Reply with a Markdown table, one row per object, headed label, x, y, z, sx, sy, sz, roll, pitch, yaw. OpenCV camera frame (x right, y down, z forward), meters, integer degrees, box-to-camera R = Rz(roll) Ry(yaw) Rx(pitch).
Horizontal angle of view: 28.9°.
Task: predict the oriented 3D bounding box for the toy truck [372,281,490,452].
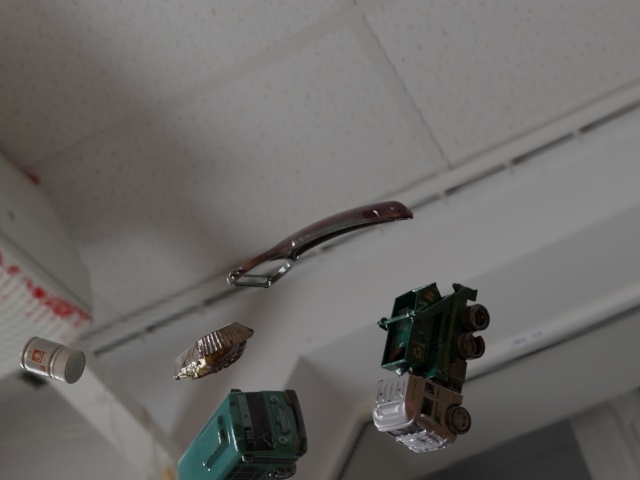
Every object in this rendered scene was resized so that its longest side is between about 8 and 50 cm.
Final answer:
| label | x | y | z | sx | sy | sz | roll | pitch | yaw |
| --- | --- | --- | --- | --- | --- | --- | --- | --- | --- |
| toy truck | 0.130 | 0.153 | 1.589 | 0.116 | 0.216 | 0.110 | 28 | -29 | -27 |

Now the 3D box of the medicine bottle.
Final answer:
| label | x | y | z | sx | sy | sz | roll | pitch | yaw |
| --- | --- | --- | --- | --- | --- | --- | --- | --- | --- |
| medicine bottle | -0.418 | 0.186 | 1.936 | 0.089 | 0.057 | 0.057 | 14 | -30 | 22 |

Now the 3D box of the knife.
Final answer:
| label | x | y | z | sx | sy | sz | roll | pitch | yaw |
| --- | --- | --- | --- | --- | --- | --- | --- | --- | --- |
| knife | 0.000 | -0.002 | 1.713 | 0.278 | 0.053 | 0.123 | -25 | -11 | 29 |

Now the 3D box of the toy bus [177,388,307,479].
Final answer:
| label | x | y | z | sx | sy | sz | roll | pitch | yaw |
| --- | --- | --- | --- | --- | --- | --- | --- | --- | --- |
| toy bus | -0.132 | 0.351 | 2.033 | 0.147 | 0.128 | 0.256 | 5 | -38 | -27 |

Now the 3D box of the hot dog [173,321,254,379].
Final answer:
| label | x | y | z | sx | sy | sz | roll | pitch | yaw |
| --- | --- | --- | --- | --- | --- | --- | --- | --- | --- |
| hot dog | -0.156 | 0.164 | 1.774 | 0.099 | 0.053 | 0.192 | -20 | -11 | -32 |
